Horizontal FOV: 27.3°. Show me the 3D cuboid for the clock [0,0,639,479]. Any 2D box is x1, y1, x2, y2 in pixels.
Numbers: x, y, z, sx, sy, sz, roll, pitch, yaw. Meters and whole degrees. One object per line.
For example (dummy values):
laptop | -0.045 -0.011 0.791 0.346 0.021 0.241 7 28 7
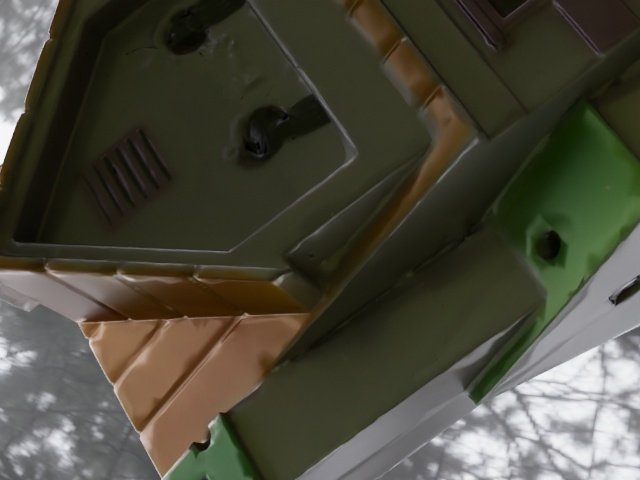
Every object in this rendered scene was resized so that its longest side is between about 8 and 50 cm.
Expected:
clock | 0.009 -0.036 0.506 0.309 0.166 0.235 -36 -117 6
